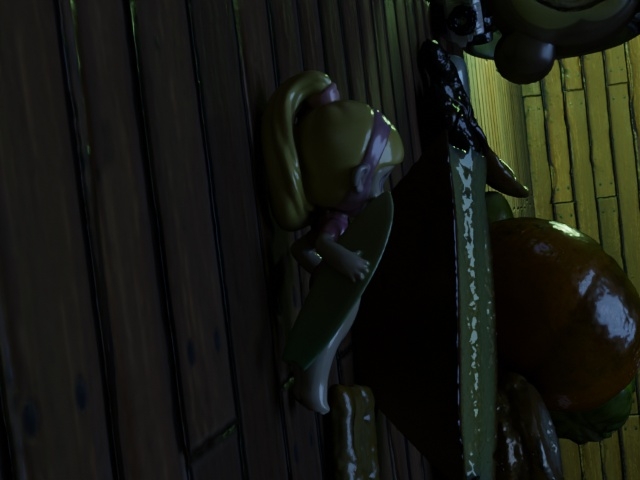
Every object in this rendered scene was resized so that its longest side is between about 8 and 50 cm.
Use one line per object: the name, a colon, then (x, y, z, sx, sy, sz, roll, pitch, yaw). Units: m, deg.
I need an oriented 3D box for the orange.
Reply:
orange: (0.250, 0.077, 1.082, 0.171, 0.240, 0.240, -45, 145, -12)

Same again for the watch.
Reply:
watch: (0.377, -0.381, 1.477, 0.327, 0.335, 0.313, 17, 68, -83)

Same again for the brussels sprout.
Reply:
brussels sprout: (0.451, 0.257, 1.729, 0.271, 0.220, 0.210, 50, 37, -37)

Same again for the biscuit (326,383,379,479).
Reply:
biscuit: (0.022, 0.135, 0.631, 0.081, 0.018, 0.083, 32, 54, -71)

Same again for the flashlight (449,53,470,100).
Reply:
flashlight: (0.172, -0.131, 1.206, 0.093, 0.048, 0.200, -40, 123, -72)

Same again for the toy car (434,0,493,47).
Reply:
toy car: (0.188, -0.304, 1.281, 0.170, 0.071, 0.080, -67, 147, -63)

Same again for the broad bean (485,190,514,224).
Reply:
broad bean: (0.241, 0.021, 1.357, 0.124, 0.082, 0.174, -50, 122, -73)

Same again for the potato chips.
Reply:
potato chips: (0.239, -0.116, 1.397, 0.150, 0.049, 0.202, 58, 15, 6)

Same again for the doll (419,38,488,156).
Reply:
doll: (0.144, -0.145, 1.102, 0.139, 0.057, 0.165, -54, 127, -65)

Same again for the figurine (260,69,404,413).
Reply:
figurine: (0.000, 0.000, 0.537, 0.083, 0.083, 0.187, 22, 76, -72)

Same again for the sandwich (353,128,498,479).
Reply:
sandwich: (0.077, 0.055, 0.718, 0.094, 0.096, 0.257, 25, 61, -64)

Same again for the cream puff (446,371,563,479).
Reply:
cream puff: (0.179, 0.211, 0.981, 0.165, 0.115, 0.150, 50, 29, -48)
